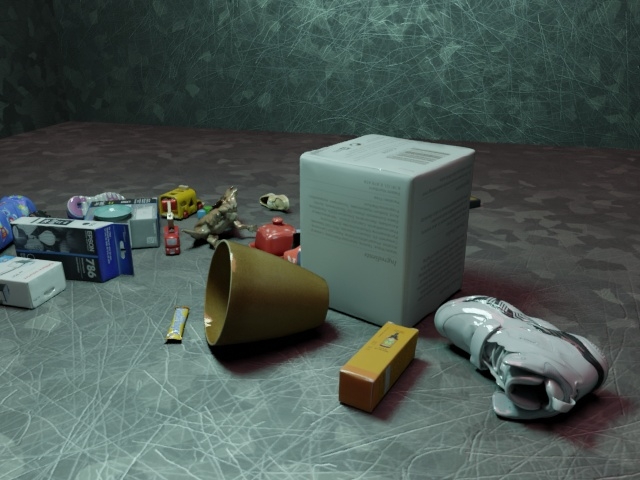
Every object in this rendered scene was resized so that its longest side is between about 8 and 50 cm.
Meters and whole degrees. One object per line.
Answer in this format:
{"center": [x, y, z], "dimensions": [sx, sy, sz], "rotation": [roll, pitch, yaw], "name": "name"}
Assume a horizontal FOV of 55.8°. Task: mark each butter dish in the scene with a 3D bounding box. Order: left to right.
{"center": [-0.133, -0.015, 1.884], "dimensions": [0.160, 0.118, 0.160], "rotation": [-9, 23, -21], "name": "butter dish"}

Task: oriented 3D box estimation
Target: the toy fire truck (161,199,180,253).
{"center": [-0.481, -0.048, 1.944], "dimensions": [0.047, 0.135, 0.192], "rotation": [-5, 21, -13], "name": "toy fire truck"}

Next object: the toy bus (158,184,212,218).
{"center": [-0.514, -0.152, 2.267], "dimensions": [0.191, 0.104, 0.202], "rotation": [-8, 23, -22], "name": "toy bus"}

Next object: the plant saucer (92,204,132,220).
{"center": [-0.654, -0.085, 1.906], "dimensions": [0.119, 0.021, 0.119], "rotation": [2, 23, -1], "name": "plant saucer"}

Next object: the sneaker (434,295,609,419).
{"center": [0.363, 0.228, 1.212], "dimensions": [0.366, 0.137, 0.210], "rotation": [20, 25, 35], "name": "sneaker"}

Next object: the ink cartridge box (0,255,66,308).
{"center": [-0.805, 0.108, 1.609], "dimensions": [0.190, 0.082, 0.139], "rotation": [4, 21, 15], "name": "ink cartridge box"}

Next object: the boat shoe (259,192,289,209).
{"center": [-0.178, -0.144, 2.317], "dimensions": [0.059, 0.063, 0.170], "rotation": [-16, 16, -30], "name": "boat shoe"}

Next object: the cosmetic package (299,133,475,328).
{"center": [0.168, -0.038, 1.555], "dimensions": [0.327, 0.394, 0.329], "rotation": [15, 25, 34], "name": "cosmetic package"}

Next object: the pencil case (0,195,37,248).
{"center": [-1.048, -0.060, 1.985], "dimensions": [0.119, 0.133, 0.306], "rotation": [-22, 20, 4], "name": "pencil case"}

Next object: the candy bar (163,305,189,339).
{"center": [-0.344, 0.200, 1.455], "dimensions": [0.040, 0.018, 0.161], "rotation": [-1, 21, -4], "name": "candy bar"}

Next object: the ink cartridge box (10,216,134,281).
{"center": [-0.699, 0.026, 1.708], "dimensions": [0.332, 0.165, 0.065], "rotation": [2, 21, 9], "name": "ink cartridge box"}

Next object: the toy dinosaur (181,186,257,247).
{"center": [-0.354, -0.062, 2.021], "dimensions": [0.200, 0.127, 0.295], "rotation": [11, 34, 45], "name": "toy dinosaur"}

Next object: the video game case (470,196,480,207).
{"center": [0.447, -0.163, 2.400], "dimensions": [0.275, 0.035, 0.248], "rotation": [-10, 22, -27], "name": "video game case"}

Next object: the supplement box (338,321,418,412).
{"center": [0.123, 0.251, 1.239], "dimensions": [0.078, 0.080, 0.233], "rotation": [12, 26, 28], "name": "supplement box"}

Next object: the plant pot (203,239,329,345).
{"center": [-0.117, 0.133, 1.393], "dimensions": [0.254, 0.237, 0.237], "rotation": [9, 17, -22], "name": "plant pot"}

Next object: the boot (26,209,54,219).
{"center": [-0.945, -0.055, 2.035], "dimensions": [0.099, 0.045, 0.121], "rotation": [38, 22, 7], "name": "boot"}

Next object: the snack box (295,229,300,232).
{"center": [-0.122, -0.016, 2.022], "dimensions": [0.178, 0.022, 0.064], "rotation": [-2, 20, -4], "name": "snack box"}

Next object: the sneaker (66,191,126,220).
{"center": [-0.814, -0.113, 2.194], "dimensions": [0.236, 0.095, 0.104], "rotation": [-6, -16, -45], "name": "sneaker"}

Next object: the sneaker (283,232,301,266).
{"center": [0.000, 0.000, 1.826], "dimensions": [0.148, 0.131, 0.350], "rotation": [12, 24, 18], "name": "sneaker"}

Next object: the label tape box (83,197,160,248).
{"center": [-0.706, -0.053, 2.001], "dimensions": [0.333, 0.106, 0.240], "rotation": [-5, 21, -13], "name": "label tape box"}
